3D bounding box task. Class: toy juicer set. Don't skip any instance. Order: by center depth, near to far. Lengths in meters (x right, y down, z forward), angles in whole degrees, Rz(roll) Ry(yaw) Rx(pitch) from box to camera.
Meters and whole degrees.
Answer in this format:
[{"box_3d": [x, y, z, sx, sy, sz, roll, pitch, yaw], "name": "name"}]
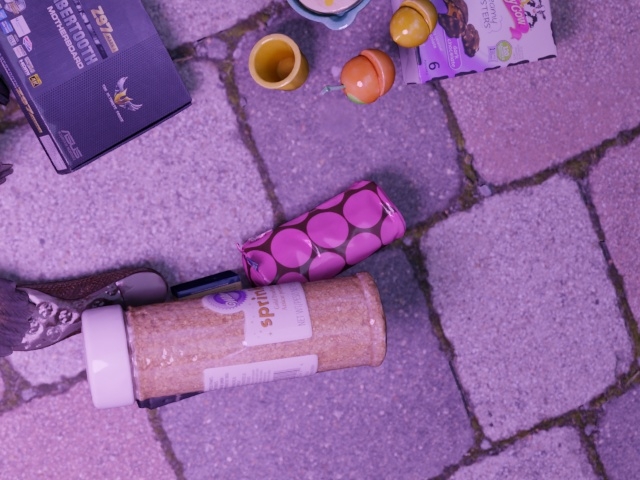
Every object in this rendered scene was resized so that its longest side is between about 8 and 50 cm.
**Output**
[{"box_3d": [0.049, -0.324, 1.677, 0.209, 0.089, 0.329, 17, 90, 20], "name": "toy juicer set"}]

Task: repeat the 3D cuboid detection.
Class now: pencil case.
[{"box_3d": [0.000, 0.000, 1.747, 0.209, 0.095, 0.098, -28, 75, -13], "name": "pencil case"}]

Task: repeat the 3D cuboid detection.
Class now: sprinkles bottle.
[{"box_3d": [-0.104, 0.118, 1.645, 0.355, 0.121, 0.121, -8, 98, -10], "name": "sprinkles bottle"}]

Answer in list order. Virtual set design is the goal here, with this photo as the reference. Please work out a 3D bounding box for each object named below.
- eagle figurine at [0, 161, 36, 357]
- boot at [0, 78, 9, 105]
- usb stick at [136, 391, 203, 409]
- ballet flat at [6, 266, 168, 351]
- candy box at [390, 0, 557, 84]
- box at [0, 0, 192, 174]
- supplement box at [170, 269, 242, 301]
[{"box_3d": [-0.491, 0.026, 1.547, 0.298, 0.226, 0.225, 0, 68, 1], "name": "eagle figurine"}, {"box_3d": [-0.402, -0.231, 1.632, 0.121, 0.045, 0.099, 34, 80, -18], "name": "boot"}, {"box_3d": [-0.101, 0.154, 1.738, 0.278, 0.077, 0.045, -16, 77, -13], "name": "usb stick"}, {"box_3d": [-0.311, 0.079, 1.687, 0.249, 0.058, 0.084, -13, 102, -9], "name": "ballet flat"}, {"box_3d": [0.196, -0.301, 1.777, 0.196, 0.070, 0.165, -13, 99, -14], "name": "candy box"}, {"box_3d": [-0.285, -0.221, 1.636, 0.183, 0.059, 0.233, -33, 104, -26], "name": "box"}, {"box_3d": [-0.137, 0.090, 1.730, 0.083, 0.056, 0.083, -16, 100, -13], "name": "supplement box"}]
